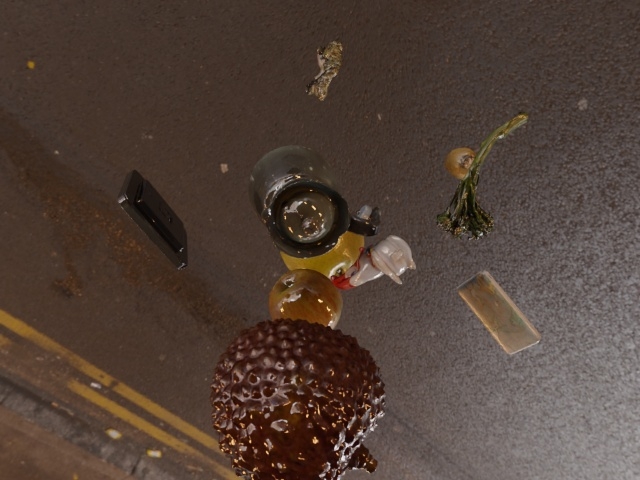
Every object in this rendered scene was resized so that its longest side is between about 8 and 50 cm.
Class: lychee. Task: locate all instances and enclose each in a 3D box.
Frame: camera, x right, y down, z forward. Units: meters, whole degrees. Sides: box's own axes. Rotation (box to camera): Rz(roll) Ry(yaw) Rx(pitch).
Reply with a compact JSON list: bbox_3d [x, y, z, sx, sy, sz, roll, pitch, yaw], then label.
[{"bbox_3d":[-0.031,0.261,0.665,0.304,0.276,0.276,37,123,10],"label":"lychee"}]

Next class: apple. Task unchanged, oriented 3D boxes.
[{"bbox_3d":[-0.056,0.222,1.435,0.264,0.264,0.264,3,124,4],"label":"apple"}]

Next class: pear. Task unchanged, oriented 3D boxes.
[{"bbox_3d":[0.000,0.000,1.789,0.362,0.418,0.362,-23,143,-19],"label":"pear"}]

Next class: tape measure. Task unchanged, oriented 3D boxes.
[{"bbox_3d":[0.215,-0.097,2.173,0.107,0.181,0.182,34,149,-7],"label":"tape measure"}]

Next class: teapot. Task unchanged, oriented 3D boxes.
[{"bbox_3d":[-0.017,-0.059,0.956,0.305,0.285,0.223,37,103,-25],"label":"teapot"}]

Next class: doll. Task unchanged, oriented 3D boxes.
[{"bbox_3d":[0.129,0.059,1.059,0.188,0.384,0.099,-44,94,-15],"label":"doll"}]

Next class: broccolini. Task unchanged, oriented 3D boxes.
[{"bbox_3d":[0.333,-0.114,0.791,0.123,0.062,0.271,28,96,-32],"label":"broccolini"}]

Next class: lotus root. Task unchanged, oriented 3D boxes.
[{"bbox_3d":[0.590,-0.320,1.708,0.118,0.221,0.125,-34,105,3],"label":"lotus root"}]

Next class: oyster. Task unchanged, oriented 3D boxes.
[{"bbox_3d":[0.017,-0.582,1.403,0.092,0.259,0.198,24,103,-6],"label":"oyster"}]

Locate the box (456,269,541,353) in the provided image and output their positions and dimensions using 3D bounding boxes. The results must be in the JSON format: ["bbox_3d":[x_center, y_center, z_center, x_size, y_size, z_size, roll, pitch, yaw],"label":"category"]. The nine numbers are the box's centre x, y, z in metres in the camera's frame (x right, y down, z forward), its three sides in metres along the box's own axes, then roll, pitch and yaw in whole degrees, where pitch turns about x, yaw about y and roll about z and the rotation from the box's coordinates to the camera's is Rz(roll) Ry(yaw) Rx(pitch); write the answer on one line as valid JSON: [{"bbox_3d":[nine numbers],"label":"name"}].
[{"bbox_3d":[0.600,0.244,1.402,0.285,0.044,0.142,53,139,14],"label":"box"}]

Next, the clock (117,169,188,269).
[{"bbox_3d":[-0.489,-0.072,1.248,0.049,0.279,0.273,-32,122,-1],"label":"clock"}]
